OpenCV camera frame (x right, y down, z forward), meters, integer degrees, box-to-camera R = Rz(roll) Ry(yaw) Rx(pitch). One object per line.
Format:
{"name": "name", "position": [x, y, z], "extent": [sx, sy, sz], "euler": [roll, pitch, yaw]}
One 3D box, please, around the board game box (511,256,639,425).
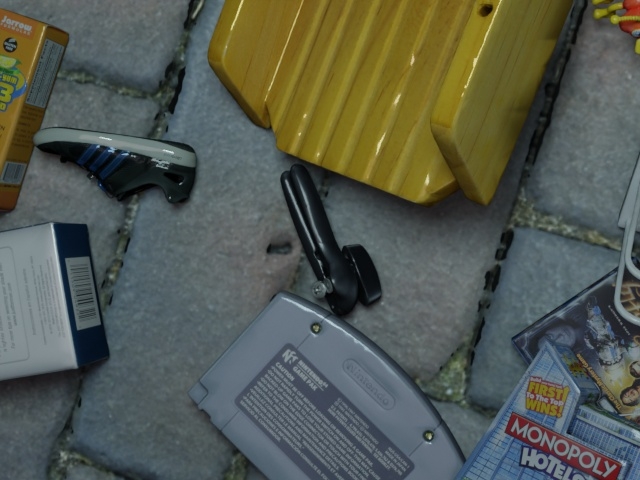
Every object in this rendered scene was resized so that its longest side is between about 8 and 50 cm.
{"name": "board game box", "position": [0.347, 0.164, 1.091], "extent": [0.165, 0.042, 0.243], "euler": [-36, 84, 9]}

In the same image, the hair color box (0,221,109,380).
{"name": "hair color box", "position": [-0.445, 0.091, 1.199], "extent": [0.347, 0.105, 0.174], "euler": [-10, 88, 9]}

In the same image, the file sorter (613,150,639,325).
{"name": "file sorter", "position": [0.401, -0.046, 0.941], "extent": [0.193, 0.173, 0.277], "euler": [14, 137, 12]}

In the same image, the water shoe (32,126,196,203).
{"name": "water shoe", "position": [-0.250, -0.087, 1.180], "extent": [0.203, 0.073, 0.080], "euler": [8, 94, 10]}

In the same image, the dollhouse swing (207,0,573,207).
{"name": "dollhouse swing", "position": [0.004, -0.239, 0.952], "extent": [0.347, 0.305, 0.315], "euler": [25, 95, 38]}

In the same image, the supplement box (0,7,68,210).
{"name": "supplement box", "position": [-0.383, -0.157, 1.201], "extent": [0.078, 0.080, 0.233], "euler": [19, 91, 7]}

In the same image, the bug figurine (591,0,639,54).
{"name": "bug figurine", "position": [0.236, -0.295, 1.056], "extent": [0.279, 0.072, 0.216], "euler": [-5, 90, 10]}

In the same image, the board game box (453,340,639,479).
{"name": "board game box", "position": [0.255, 0.213, 1.032], "extent": [0.194, 0.060, 0.194], "euler": [22, 95, 37]}

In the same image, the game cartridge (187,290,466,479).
{"name": "game cartridge", "position": [0.016, 0.209, 1.146], "extent": [0.297, 0.062, 0.198], "euler": [44, 93, 7]}

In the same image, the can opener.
{"name": "can opener", "position": [0.000, 0.000, 1.153], "extent": [0.059, 0.073, 0.186], "euler": [-37, 79, 47]}
